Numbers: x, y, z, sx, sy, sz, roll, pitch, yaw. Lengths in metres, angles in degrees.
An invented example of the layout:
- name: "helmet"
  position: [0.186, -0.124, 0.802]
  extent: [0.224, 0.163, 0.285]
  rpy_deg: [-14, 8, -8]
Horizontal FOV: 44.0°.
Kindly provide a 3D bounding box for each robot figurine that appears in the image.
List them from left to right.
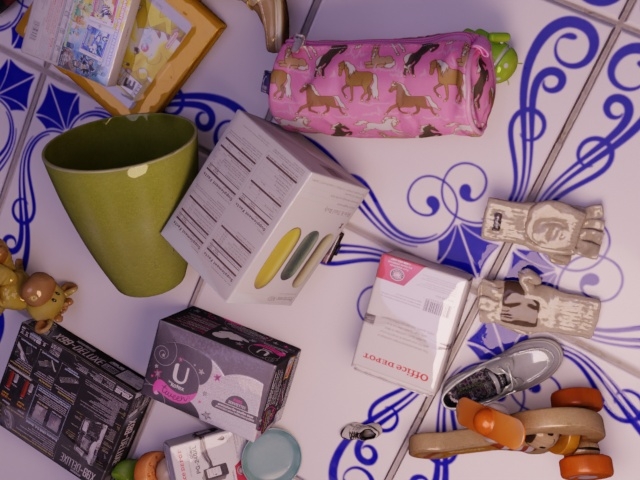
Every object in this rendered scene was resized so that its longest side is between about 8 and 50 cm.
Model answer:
- name: "robot figurine"
  position: [0.278, -0.308, 1.323]
  extent: [0.115, 0.067, 0.101]
  rpy_deg: [35, 133, 11]

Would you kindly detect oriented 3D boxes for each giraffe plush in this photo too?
- name: "giraffe plush"
  position: [-0.604, 0.111, 1.617]
  extent: [0.171, 0.210, 0.181]
  rpy_deg: [15, 76, 12]

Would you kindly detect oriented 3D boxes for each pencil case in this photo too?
- name: "pencil case"
  position: [0.100, -0.258, 1.316]
  extent: [0.386, 0.167, 0.160]
  rpy_deg: [6, 72, 28]

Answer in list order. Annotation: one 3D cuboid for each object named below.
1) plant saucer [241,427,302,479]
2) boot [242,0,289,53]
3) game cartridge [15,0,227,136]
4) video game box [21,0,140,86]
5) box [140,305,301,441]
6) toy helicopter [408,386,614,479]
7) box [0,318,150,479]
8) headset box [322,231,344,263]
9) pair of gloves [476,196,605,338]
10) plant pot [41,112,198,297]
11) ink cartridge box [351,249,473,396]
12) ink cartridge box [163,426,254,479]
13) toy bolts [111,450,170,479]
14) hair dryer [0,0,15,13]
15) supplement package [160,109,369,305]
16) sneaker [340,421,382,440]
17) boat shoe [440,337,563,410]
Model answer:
- name: "plant saucer"
  position: [-0.096, 0.420, 1.531]
  extent: [0.119, 0.021, 0.119]
  rpy_deg: [0, 90, -16]
- name: "boot"
  position: [-0.167, -0.448, 1.418]
  extent: [0.203, 0.095, 0.262]
  rpy_deg: [-10, 88, 1]
- name: "game cartridge"
  position: [-0.387, -0.407, 1.520]
  extent: [0.324, 0.052, 0.285]
  rpy_deg: [40, 107, -2]
- name: "video game box"
  position: [-0.445, -0.417, 1.483]
  extent: [0.187, 0.048, 0.205]
  rpy_deg: [24, 107, 7]
- name: "box"
  position: [-0.190, 0.250, 1.505]
  extent: [0.247, 0.142, 0.163]
  rpy_deg: [20, 101, 16]
- name: "toy helicopter"
  position: [0.290, 0.328, 1.321]
  extent: [0.355, 0.235, 0.140]
  rpy_deg: [-20, 59, 36]
- name: "box"
  position: [-0.526, 0.338, 1.665]
  extent: [0.307, 0.076, 0.242]
  rpy_deg: [27, 104, 15]
- name: "headset box"
  position: [0.000, 0.000, 1.471]
  extent: [0.083, 0.032, 0.062]
  rpy_deg: [30, 104, 15]
- name: "pair of gloves"
  position: [0.371, 0.047, 1.341]
  extent: [0.204, 0.042, 0.240]
  rpy_deg: [3, 103, 13]
- name: "plant pot"
  position: [-0.342, -0.051, 1.472]
  extent: [0.275, 0.275, 0.293]
  rpy_deg: [5, 120, 18]
- name: "ink cartridge box"
  position: [0.163, 0.144, 1.399]
  extent: [0.159, 0.092, 0.217]
  rpy_deg: [18, 100, 16]
- name: "ink cartridge box"
  position: [-0.217, 0.425, 1.533]
  extent: [0.150, 0.063, 0.109]
  rpy_deg: [-12, 94, -22]
- name: "toy bolts"
  position: [-0.334, 0.551, 1.558]
  extent: [0.158, 0.218, 0.228]
  rpy_deg: [-24, 95, 33]
- name: "hair dryer"
  position: [-0.583, -0.548, 1.606]
  extent: [0.294, 0.080, 0.223]
  rpy_deg: [22, 123, 18]
- name: "supplement package"
  position: [-0.095, -0.049, 1.384]
  extent: [0.198, 0.199, 0.262]
  rpy_deg: [42, 106, 28]
- name: "sneaker"
  position: [0.072, 0.359, 1.483]
  extent: [0.083, 0.037, 0.032]
  rpy_deg: [-14, 93, 21]
- name: "boat shoe"
  position: [0.309, 0.239, 1.363]
  extent: [0.227, 0.081, 0.079]
  rpy_deg: [-29, 87, 21]
